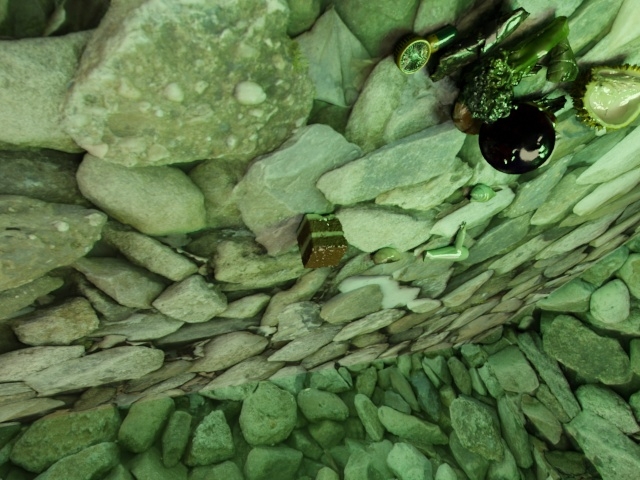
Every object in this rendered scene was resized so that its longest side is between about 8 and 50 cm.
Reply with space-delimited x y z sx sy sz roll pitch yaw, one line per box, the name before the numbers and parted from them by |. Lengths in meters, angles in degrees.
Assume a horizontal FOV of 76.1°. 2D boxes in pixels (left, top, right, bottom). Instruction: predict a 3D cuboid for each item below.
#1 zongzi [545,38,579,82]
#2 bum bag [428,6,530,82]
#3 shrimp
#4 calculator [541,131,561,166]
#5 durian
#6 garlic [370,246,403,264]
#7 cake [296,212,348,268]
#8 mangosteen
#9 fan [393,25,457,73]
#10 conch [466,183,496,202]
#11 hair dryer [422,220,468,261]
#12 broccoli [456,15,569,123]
zongzi | 0.671 -0.497 1.103 0.154 0.062 0.130 -19 116 -36
bum bag | 0.364 -0.455 0.951 0.248 0.069 0.102 -33 -171 17
shrimp | 0.547 -0.402 1.151 0.365 0.071 0.233 -11 141 -7
calculator | 0.778 -0.310 1.441 0.100 0.032 0.175 -18 148 -4
durian | 0.826 -0.417 1.196 0.250 0.138 0.183 -10 114 -14
garlic | 0.279 0.062 1.692 0.152 0.066 0.084 -10 174 -10
cake | 0.000 0.000 1.353 0.135 0.147 0.134 -3 142 -26
mangosteen | 0.543 -0.286 1.108 0.230 0.194 0.194 -38 154 -22
fan | 0.240 -0.442 0.935 0.155 0.039 0.082 -25 147 -1
conch | 0.595 -0.165 1.523 0.180 0.065 0.088 -2 142 -42
hair dryer | 0.569 0.005 1.781 0.206 0.075 0.237 -4 137 -14
broccoli | 0.487 -0.430 1.006 0.304 0.145 0.165 -43 -171 3
